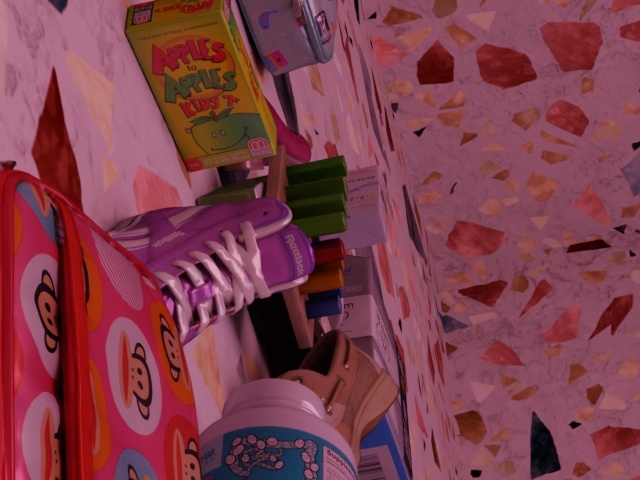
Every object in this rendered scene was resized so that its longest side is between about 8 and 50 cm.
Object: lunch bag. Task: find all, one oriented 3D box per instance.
[{"bbox_3d":[-0.153,0.118,0.638,0.258,0.120,0.293,54,25,-60],"label":"lunch bag"},{"bbox_3d":[-0.049,-0.375,1.812,0.279,0.108,0.224,-86,162,-57],"label":"lunch bag"}]

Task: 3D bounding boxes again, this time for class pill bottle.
[{"bbox_3d":[-0.042,0.235,1.033,0.264,0.146,0.146,-90,166,-51],"label":"pill bottle"}]

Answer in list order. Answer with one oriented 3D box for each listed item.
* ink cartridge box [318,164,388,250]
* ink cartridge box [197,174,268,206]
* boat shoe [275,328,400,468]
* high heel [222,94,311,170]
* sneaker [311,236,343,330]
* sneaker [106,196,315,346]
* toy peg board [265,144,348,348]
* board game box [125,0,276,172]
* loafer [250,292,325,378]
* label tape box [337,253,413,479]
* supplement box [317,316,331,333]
[{"bbox_3d":[0.049,-0.059,2.032,0.181,0.104,0.061,-87,164,-58],"label":"ink cartridge box"},{"bbox_3d":[-0.070,-0.011,1.400,0.209,0.062,0.109,-50,128,-78],"label":"ink cartridge box"},{"bbox_3d":[-0.024,0.191,1.298,0.110,0.121,0.341,53,24,-2],"label":"boat shoe"},{"bbox_3d":[-0.068,-0.145,1.527,0.244,0.082,0.117,-15,104,-68],"label":"high heel"},{"bbox_3d":[-0.022,0.011,1.605,0.121,0.079,0.217,-90,164,-44],"label":"sneaker"},{"bbox_3d":[-0.090,0.026,0.956,0.282,0.161,0.102,-73,152,-68],"label":"sneaker"},{"bbox_3d":[0.000,0.000,1.369,0.161,0.079,0.160,-87,164,-55],"label":"toy peg board"},{"bbox_3d":[-0.110,-0.151,1.238,0.181,0.092,0.043,69,14,-45],"label":"board game box"},{"bbox_3d":[-0.017,0.128,1.496,0.078,0.080,0.220,-83,159,-61],"label":"loafer"},{"bbox_3d":[0.047,0.149,1.777,0.333,0.106,0.240,-92,167,-44],"label":"label tape box"},{"bbox_3d":[-0.014,0.132,1.567,0.036,0.062,0.098,-83,159,-58],"label":"supplement box"}]
